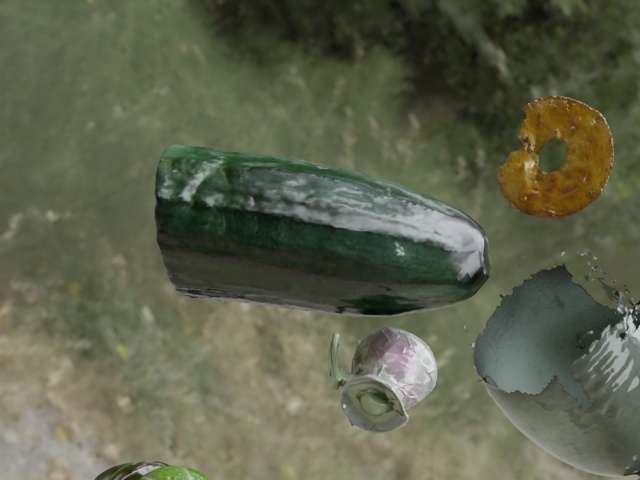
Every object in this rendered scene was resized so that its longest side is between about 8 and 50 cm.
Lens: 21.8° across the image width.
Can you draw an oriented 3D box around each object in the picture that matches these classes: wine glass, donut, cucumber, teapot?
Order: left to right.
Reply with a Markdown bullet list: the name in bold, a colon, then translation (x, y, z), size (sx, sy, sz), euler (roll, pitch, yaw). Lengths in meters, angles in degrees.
- **cucumber**: translation (0.000, 0.000, 1.185), size (0.063, 0.244, 0.115), euler (-45, 139, -77)
- **teapot**: translation (0.039, 0.100, 1.206), size (0.083, 0.064, 0.064), euler (25, 38, 8)
- **donut**: translation (0.209, -0.069, 1.449), size (0.097, 0.108, 0.043), euler (30, 7, 17)
- **wine glass**: translation (0.319, 0.185, 1.779), size (0.357, 0.190, 0.190), euler (50, 15, -27)

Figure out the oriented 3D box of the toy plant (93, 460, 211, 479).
- **toy plant**: translation (-0.144, 0.240, 1.465), size (0.093, 0.093, 0.162), euler (56, -30, -15)
